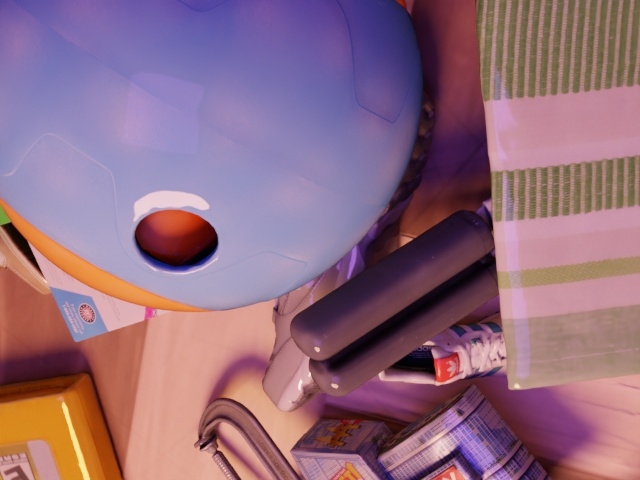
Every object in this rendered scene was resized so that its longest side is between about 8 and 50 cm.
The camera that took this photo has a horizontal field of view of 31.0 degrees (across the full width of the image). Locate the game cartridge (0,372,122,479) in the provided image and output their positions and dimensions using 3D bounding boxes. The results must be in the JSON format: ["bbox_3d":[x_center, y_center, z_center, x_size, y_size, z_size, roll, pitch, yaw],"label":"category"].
[{"bbox_3d":[-0.306,0.295,1.080,0.285,0.053,0.324,-10,104,14],"label":"game cartridge"}]

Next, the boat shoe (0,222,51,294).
[{"bbox_3d":[-0.271,-0.002,0.983,0.135,0.050,0.045,47,113,4],"label":"boat shoe"}]

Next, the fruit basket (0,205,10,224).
[{"bbox_3d":[-0.399,-0.174,0.853,0.392,0.283,0.392,2,124,3],"label":"fruit basket"}]

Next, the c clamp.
[{"bbox_3d":[-0.061,0.212,1.000,0.161,0.022,0.137,58,142,0],"label":"c clamp"}]

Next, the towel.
[{"bbox_3d":[0.235,-0.072,0.810,0.247,0.038,0.325,-7,96,-5],"label":"towel"}]

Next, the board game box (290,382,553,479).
[{"bbox_3d":[0.079,0.211,0.945,0.194,0.060,0.194,50,123,1],"label":"board game box"}]

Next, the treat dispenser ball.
[{"bbox_3d":[-0.080,-0.098,0.735,0.288,0.288,0.288,3,108,9],"label":"treat dispenser ball"}]

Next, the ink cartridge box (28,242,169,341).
[{"bbox_3d":[-0.136,0.003,0.941,0.181,0.061,0.104,-18,102,21],"label":"ink cartridge box"}]

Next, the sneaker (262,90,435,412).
[{"bbox_3d":[0.000,0.000,0.919,0.115,0.105,0.281,23,105,20],"label":"sneaker"}]

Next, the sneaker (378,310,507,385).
[{"bbox_3d":[0.118,0.094,0.924,0.161,0.075,0.057,-2,107,11],"label":"sneaker"}]

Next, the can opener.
[{"bbox_3d":[0.118,0.024,0.844,0.283,0.095,0.076,-32,122,-13],"label":"can opener"}]
